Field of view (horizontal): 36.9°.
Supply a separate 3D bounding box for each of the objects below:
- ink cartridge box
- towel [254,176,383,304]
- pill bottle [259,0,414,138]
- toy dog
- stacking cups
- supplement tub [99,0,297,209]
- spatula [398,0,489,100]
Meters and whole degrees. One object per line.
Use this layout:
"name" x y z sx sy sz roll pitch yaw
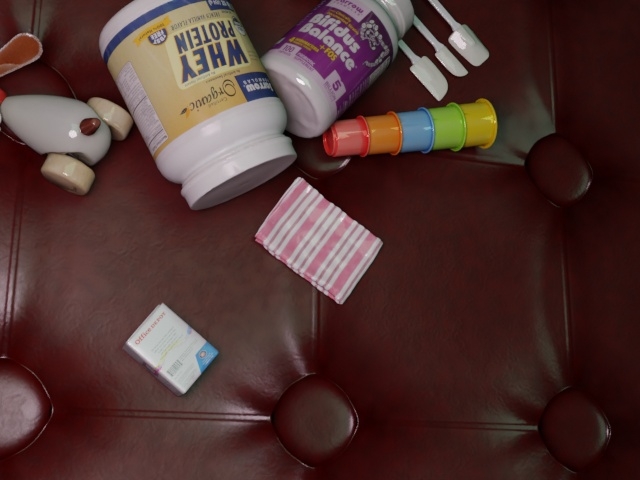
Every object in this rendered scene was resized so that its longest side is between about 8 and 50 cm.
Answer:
"ink cartridge box" -0.239 0.173 1.518 0.122 0.052 0.088 43 66 -6
"towel" 0.000 0.000 1.662 0.197 0.029 0.144 38 68 -7
"pill bottle" 0.030 -0.332 1.685 0.169 0.169 0.301 44 65 -4
"toy dog" -0.454 -0.204 1.484 0.333 0.161 0.220 9 73 -17
"stacking cups" 0.163 -0.201 1.735 0.316 0.096 0.096 -7 78 -21
"supplement tub" -0.192 -0.231 1.548 0.228 0.228 0.316 -26 85 -23
"spatula" 0.201 -0.405 1.851 0.168 0.019 0.242 -42 91 -18
